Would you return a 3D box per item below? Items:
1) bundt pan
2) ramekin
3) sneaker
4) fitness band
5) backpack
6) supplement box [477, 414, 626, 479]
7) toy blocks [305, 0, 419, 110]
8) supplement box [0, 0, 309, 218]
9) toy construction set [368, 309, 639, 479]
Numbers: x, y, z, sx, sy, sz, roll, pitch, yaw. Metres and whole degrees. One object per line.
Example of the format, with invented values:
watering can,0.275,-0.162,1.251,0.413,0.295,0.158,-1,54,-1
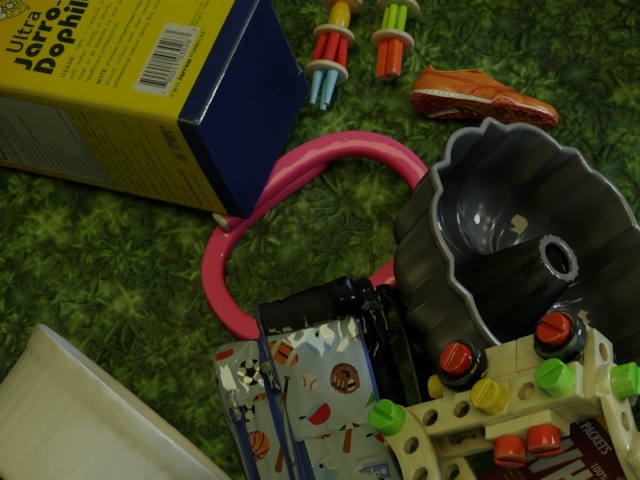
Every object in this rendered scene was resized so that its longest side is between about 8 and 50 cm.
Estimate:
bundt pan,0.204,0.044,1.650,0.331,0.124,0.331,22,50,-29
ramekin,-0.220,0.222,1.626,0.277,0.277,0.135,37,84,22
sneaker,0.192,-0.168,1.852,0.175,0.064,0.067,16,59,12
fitness band,0.000,0.000,1.808,0.291,0.054,0.209,-38,66,-8
backpack,0.014,0.181,1.612,0.213,0.276,0.263,-23,85,9
supplement box,0.250,0.282,1.539,0.191,0.194,0.129,-36,50,-1
toy blocks,0.047,-0.220,1.900,0.123,0.054,0.148,6,67,12
supplement box,-0.226,-0.184,1.819,0.356,0.194,0.195,13,64,22
toy construction set,0.178,0.189,1.410,0.327,0.151,0.215,-10,54,20
